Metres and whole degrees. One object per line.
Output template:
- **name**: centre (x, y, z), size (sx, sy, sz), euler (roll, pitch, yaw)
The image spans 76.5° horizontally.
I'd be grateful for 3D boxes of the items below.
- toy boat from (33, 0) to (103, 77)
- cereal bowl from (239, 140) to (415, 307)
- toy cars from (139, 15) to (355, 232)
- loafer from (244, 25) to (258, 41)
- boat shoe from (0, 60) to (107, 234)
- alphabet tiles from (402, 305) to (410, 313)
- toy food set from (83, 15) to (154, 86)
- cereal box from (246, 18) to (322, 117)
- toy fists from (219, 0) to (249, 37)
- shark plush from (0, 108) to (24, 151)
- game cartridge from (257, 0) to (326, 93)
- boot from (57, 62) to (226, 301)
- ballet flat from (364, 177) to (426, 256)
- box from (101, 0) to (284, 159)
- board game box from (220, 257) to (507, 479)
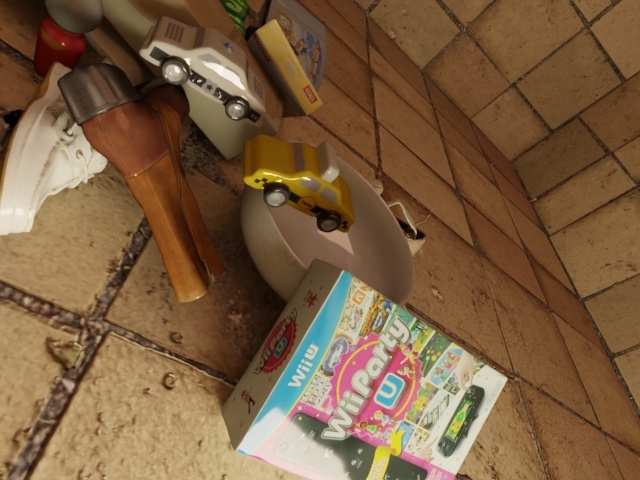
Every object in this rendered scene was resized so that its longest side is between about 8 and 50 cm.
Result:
- **toy boat**: centre (-0.426, -0.276, 0.458), size (0.318, 0.148, 0.267), euler (-11, 67, -53)
- **cereal bowl**: centre (0.000, 0.000, 0.702), size (0.339, 0.141, 0.339), euler (31, 39, -29)
- **toy cars**: centre (-0.077, -0.171, 0.571), size (0.394, 0.087, 0.176), euler (50, 32, 0)
- **loafer**: centre (-0.116, -0.516, 1.117), size (0.223, 0.076, 0.078), euler (-7, 69, -46)
- **boat shoe**: centre (-0.307, -0.113, 0.489), size (0.096, 0.098, 0.277), euler (23, 41, -35)
- **alphabet tiles**: centre (0.148, 0.189, 0.815), size (0.237, 0.009, 0.198), euler (56, 34, 8)
- **toy food set**: centre (-0.385, -0.380, 0.677), size (0.306, 0.092, 0.220), euler (47, 31, -18)
- **cereal box**: centre (-0.092, -0.342, 0.848), size (0.173, 0.047, 0.240), euler (56, -9, -24)
- **toy fists**: centre (-0.246, -0.524, 0.953), size (0.142, 0.096, 0.279), euler (17, 47, -23)
- **shark plush**: centre (-0.394, -0.128, 0.446), size (0.067, 0.073, 0.161), euler (15, 44, 1)
- **game cartridge**: centre (-0.075, -0.490, 1.057), size (0.198, 0.062, 0.297), euler (21, 67, -31)
- **boot**: centre (-0.190, -0.081, 0.559), size (0.264, 0.096, 0.280), euler (-113, 178, -77)
- **ballet flat**: centre (0.130, -0.080, 0.958), size (0.316, 0.106, 0.107), euler (38, 36, -18)
- **box**: centre (-0.200, -0.312, 0.697), size (0.311, 0.121, 0.148), euler (51, 28, -38)
- **board game box**: centre (0.065, 0.197, 0.521), size (0.303, 0.224, 0.097), euler (34, -7, -21)
